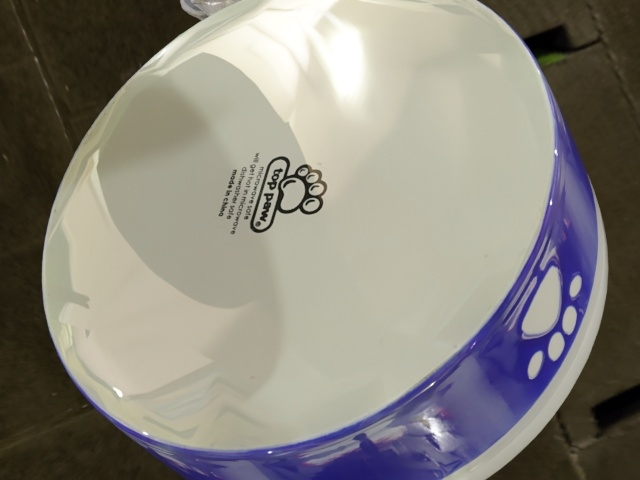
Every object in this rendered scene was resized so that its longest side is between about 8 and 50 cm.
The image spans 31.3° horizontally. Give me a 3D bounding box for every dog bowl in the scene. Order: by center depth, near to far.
[{"bbox_3d":[0.000,0.000,0.565,0.264,0.104,0.265,-12,57,19],"label":"dog bowl"}]

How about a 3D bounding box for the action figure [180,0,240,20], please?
[{"bbox_3d":[-0.162,-0.348,1.625,0.178,0.330,0.341,16,103,-14],"label":"action figure"}]
